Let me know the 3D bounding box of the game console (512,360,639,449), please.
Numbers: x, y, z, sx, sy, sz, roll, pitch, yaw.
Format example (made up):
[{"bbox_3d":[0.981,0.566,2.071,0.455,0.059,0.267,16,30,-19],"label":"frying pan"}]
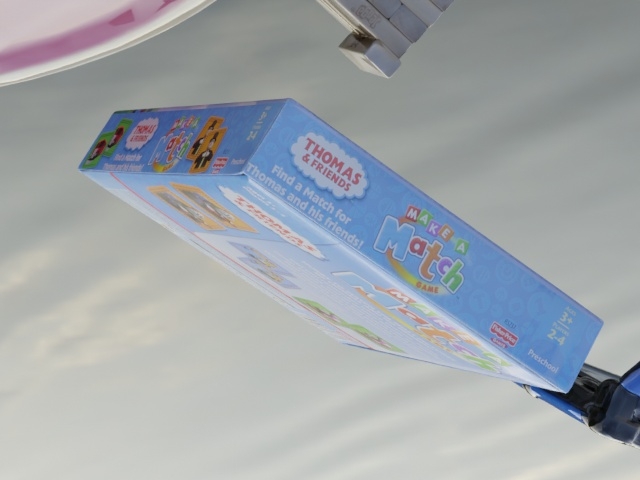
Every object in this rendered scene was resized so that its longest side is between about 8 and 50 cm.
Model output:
[{"bbox_3d":[0.299,0.081,1.385,0.293,0.173,0.250,22,-175,-38],"label":"game console"}]

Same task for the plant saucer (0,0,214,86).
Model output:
[{"bbox_3d":[-0.147,-0.139,0.778,0.332,0.084,0.332,-15,168,-3],"label":"plant saucer"}]

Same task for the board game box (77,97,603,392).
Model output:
[{"bbox_3d":[0.000,0.000,0.799,0.160,0.039,0.211,34,170,-21],"label":"board game box"}]

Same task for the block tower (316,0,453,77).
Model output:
[{"bbox_3d":[0.123,-0.283,1.490,0.335,0.097,0.091,-49,-166,-1],"label":"block tower"}]
